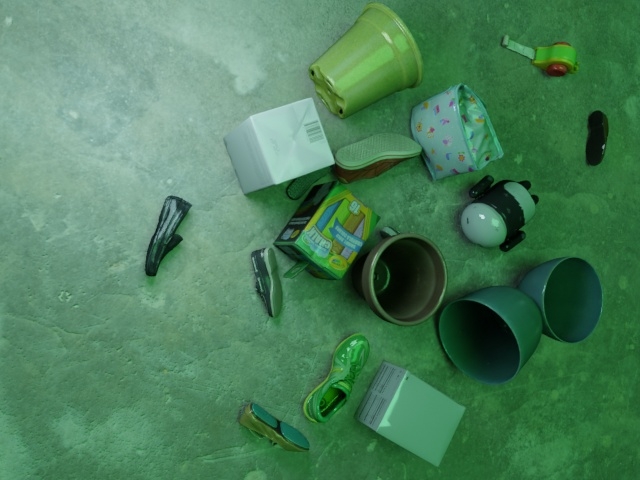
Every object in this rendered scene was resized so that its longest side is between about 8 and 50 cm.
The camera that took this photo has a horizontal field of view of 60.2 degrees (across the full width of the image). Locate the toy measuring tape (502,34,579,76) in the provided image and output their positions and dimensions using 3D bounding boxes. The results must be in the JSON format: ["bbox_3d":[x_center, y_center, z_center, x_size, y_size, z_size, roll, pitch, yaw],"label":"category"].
[{"bbox_3d":[0.809,-0.671,1.974,0.330,0.121,0.122,15,84,-23],"label":"toy measuring tape"}]

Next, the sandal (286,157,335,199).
[{"bbox_3d":[-0.033,-0.194,1.646,0.179,0.040,0.067,-44,101,-3],"label":"sandal"}]

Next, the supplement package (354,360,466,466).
[{"bbox_3d":[0.278,0.536,1.715,0.261,0.145,0.204,35,76,-19],"label":"supplement package"}]

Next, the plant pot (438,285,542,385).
[{"bbox_3d":[0.569,0.278,1.781,0.235,0.293,0.293,-24,99,-37],"label":"plant pot"}]

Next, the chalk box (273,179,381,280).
[{"bbox_3d":[0.000,0.000,1.579,0.179,0.180,0.289,38,76,-19],"label":"chalk box"}]

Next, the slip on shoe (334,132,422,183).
[{"bbox_3d":[0.176,-0.255,1.707,0.331,0.123,0.101,-22,142,-32],"label":"slip on shoe"}]

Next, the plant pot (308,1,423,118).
[{"bbox_3d":[0.114,-0.497,1.609,0.254,0.276,0.276,-37,104,-7],"label":"plant pot"}]

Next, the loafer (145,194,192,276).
[{"bbox_3d":[-0.402,-0.009,1.456,0.078,0.076,0.223,19,78,-15],"label":"loafer"}]

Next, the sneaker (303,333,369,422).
[{"bbox_3d":[0.068,0.416,1.634,0.109,0.123,0.296,38,75,-18],"label":"sneaker"}]

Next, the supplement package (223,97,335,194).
[{"bbox_3d":[-0.119,-0.241,1.464,0.175,0.293,0.178,-23,99,-22],"label":"supplement package"}]

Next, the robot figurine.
[{"bbox_3d":[0.597,-0.093,1.849,0.278,0.174,0.209,-36,60,-20],"label":"robot figurine"}]

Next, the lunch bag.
[{"bbox_3d":[0.417,-0.343,1.740,0.160,0.223,0.262,-29,99,-27],"label":"lunch bag"}]

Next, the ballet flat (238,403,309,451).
[{"bbox_3d":[-0.135,0.548,1.584,0.232,0.080,0.073,40,102,-16],"label":"ballet flat"}]

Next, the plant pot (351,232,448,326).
[{"bbox_3d":[0.206,0.108,1.640,0.263,0.229,0.263,0,90,-24],"label":"plant pot"}]

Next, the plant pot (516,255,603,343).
[{"bbox_3d":[0.798,0.200,1.914,0.290,0.195,0.290,1,88,-27],"label":"plant pot"}]

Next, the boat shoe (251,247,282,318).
[{"bbox_3d":[-0.156,0.123,1.585,0.064,0.075,0.206,-4,99,19],"label":"boat shoe"}]

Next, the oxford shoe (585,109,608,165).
[{"bbox_3d":[1.071,-0.385,2.113,0.076,0.076,0.212,11,86,-34],"label":"oxford shoe"}]

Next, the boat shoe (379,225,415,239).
[{"bbox_3d":[0.277,0.008,1.760,0.219,0.077,0.070,37,76,-27],"label":"boat shoe"}]
